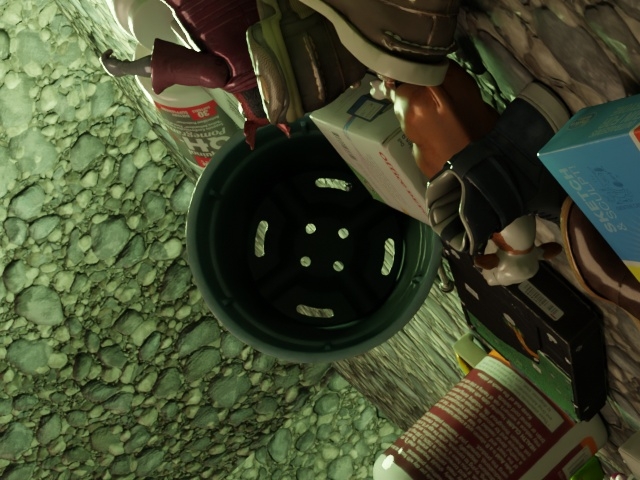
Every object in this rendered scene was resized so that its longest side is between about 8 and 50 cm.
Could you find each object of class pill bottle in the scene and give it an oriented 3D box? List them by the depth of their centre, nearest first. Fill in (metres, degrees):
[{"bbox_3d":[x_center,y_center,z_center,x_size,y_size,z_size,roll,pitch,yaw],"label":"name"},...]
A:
[{"bbox_3d":[-0.253,-0.364,2.171,0.121,0.121,0.216,55,-176,-41],"label":"pill bottle"},{"bbox_3d":[0.223,0.353,2.272,0.224,0.392,0.224,47,171,10],"label":"pill bottle"},{"bbox_3d":[-0.165,-0.215,2.377,0.176,0.176,0.318,43,170,29],"label":"pill bottle"}]

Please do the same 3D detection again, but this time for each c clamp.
[{"bbox_3d":[0.175,0.037,2.339,0.137,0.022,0.160,44,170,24],"label":"c clamp"}]

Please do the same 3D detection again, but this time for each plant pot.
[{"bbox_3d":[0.000,0.000,2.139,0.341,0.341,0.334,47,180,4],"label":"plant pot"}]

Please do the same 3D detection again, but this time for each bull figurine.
[{"bbox_3d":[0.151,-0.088,1.591,0.188,0.101,0.310,53,174,49],"label":"bull figurine"}]

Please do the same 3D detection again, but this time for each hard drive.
[{"bbox_3d":[0.277,0.105,2.004,0.237,0.064,0.339,44,170,27],"label":"hard drive"}]

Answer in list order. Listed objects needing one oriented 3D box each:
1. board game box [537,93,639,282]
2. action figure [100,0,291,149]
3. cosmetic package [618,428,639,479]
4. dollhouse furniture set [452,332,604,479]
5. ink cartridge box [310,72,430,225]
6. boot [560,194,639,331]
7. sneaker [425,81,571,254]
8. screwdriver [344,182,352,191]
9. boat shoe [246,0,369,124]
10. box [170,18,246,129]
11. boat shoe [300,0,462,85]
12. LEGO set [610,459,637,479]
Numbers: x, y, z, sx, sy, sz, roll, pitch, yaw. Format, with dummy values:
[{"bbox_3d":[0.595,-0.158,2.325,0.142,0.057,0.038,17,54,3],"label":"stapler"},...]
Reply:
[{"bbox_3d":[0.341,0.017,1.178,0.316,0.064,0.242,49,163,-10],"label":"board game box"},{"bbox_3d":[-0.113,-0.289,1.769,0.276,0.248,0.370,-20,101,53],"label":"action figure"},{"bbox_3d":[0.486,0.285,1.473,0.197,0.155,0.365,53,171,-29],"label":"cosmetic package"},{"bbox_3d":[0.308,0.323,2.527,0.301,0.151,0.197,42,169,37],"label":"dollhouse furniture set"},{"bbox_3d":[0.100,-0.109,1.827,0.154,0.093,0.212,51,172,-26],"label":"ink cartridge box"},{"bbox_3d":[0.352,0.045,1.407,0.248,0.090,0.207,54,157,-14],"label":"boot"},{"bbox_3d":[0.192,-0.033,1.487,0.086,0.163,0.226,38,168,42],"label":"sneaker"},{"bbox_3d":[0.035,-0.117,2.373,0.025,0.024,0.170,-98,-14,-49],"label":"screwdriver"},{"bbox_3d":[0.003,-0.214,1.629,0.355,0.130,0.132,-88,-15,-67],"label":"boat shoe"},{"bbox_3d":[-0.100,-0.247,2.100,0.182,0.119,0.181,46,171,14],"label":"box"},{"bbox_3d":[0.030,-0.265,1.463,0.117,0.096,0.324,-1,-147,-34],"label":"boat shoe"},{"bbox_3d":[0.457,0.274,1.755,0.287,0.132,0.107,26,-156,-37],"label":"LEGO set"}]
